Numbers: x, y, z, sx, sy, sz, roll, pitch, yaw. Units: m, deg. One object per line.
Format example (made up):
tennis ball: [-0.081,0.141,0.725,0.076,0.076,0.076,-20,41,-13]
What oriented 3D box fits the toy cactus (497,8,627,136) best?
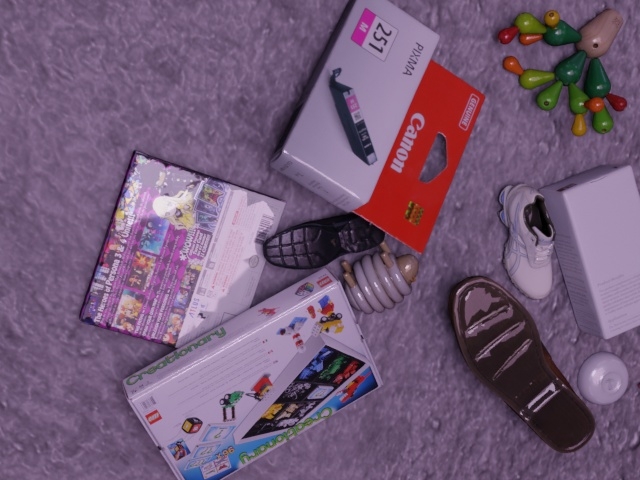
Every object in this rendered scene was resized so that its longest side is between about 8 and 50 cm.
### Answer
toy cactus: [0.362,-0.257,1.295,0.219,0.112,0.180,42,76,-7]

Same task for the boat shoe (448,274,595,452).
boat shoe: [0.270,0.171,1.321,0.110,0.104,0.307,-34,106,1]

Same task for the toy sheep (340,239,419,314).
toy sheep: [0.075,0.057,1.263,0.132,0.091,0.091,-26,104,15]

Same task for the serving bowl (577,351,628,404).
serving bowl: [0.434,0.212,1.404,0.083,0.027,0.083,-2,99,-14]

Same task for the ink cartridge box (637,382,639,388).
ink cartridge box: [0.585,0.214,1.425,0.150,0.063,0.109,-44,105,-5]

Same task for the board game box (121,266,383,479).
board game box: [-0.083,0.190,1.227,0.305,0.053,0.193,-28,122,-10]

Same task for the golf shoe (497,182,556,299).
golf shoe: [0.301,0.007,1.313,0.069,0.086,0.176,-20,103,-13]

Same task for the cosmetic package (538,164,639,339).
cosmetic package: [0.412,0.015,1.345,0.117,0.085,0.231,-20,100,-11]

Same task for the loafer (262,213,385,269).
loafer: [0.000,0.000,1.239,0.170,0.061,0.062,-10,101,-19]

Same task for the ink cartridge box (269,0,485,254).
ink cartridge box: [0.093,-0.155,1.200,0.239,0.060,0.275,30,67,-14]

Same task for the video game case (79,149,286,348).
video game case: [-0.179,0.024,1.212,0.210,0.042,0.232,17,93,-18]
